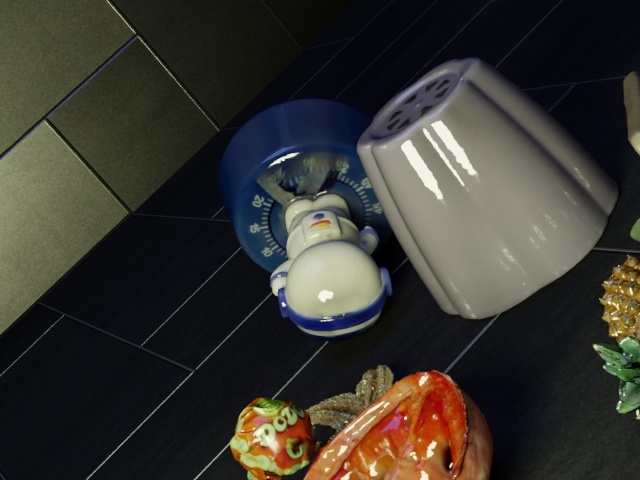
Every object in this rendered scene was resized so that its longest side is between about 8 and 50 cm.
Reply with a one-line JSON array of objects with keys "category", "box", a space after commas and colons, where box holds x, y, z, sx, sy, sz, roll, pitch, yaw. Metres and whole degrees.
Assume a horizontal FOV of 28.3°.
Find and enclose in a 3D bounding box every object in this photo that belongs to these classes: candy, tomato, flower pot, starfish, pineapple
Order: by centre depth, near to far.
[{"category": "pineapple", "box": [0.293, 0.076, 1.144, 0.083, 0.103, 0.221, -33, 18, 22]}, {"category": "tomato", "box": [0.080, 0.244, 1.195, 0.228, 0.101, 0.228, -39, 23, 20]}, {"category": "candy", "box": [-0.067, 0.265, 1.343, 0.078, 0.084, 0.287, -53, -13, -43]}, {"category": "starfish", "box": [0.060, 0.203, 1.421, 0.241, 0.043, 0.227, -23, 26, 36]}, {"category": "flower pot", "box": [0.184, -0.079, 1.532, 0.265, 0.243, 0.265, -36, 15, 11]}]

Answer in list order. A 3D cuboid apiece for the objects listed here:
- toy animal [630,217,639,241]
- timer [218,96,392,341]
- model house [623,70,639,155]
[{"category": "toy animal", "box": [0.405, -0.056, 1.228, 0.251, 0.125, 0.127, 136, 145, -54]}, {"category": "timer", "box": [0.000, 0.000, 1.781, 0.270, 0.270, 0.383, -35, 32, 16]}, {"category": "model house", "box": [0.437, -0.152, 1.374, 0.188, 0.122, 0.229, -29, 17, 26]}]
